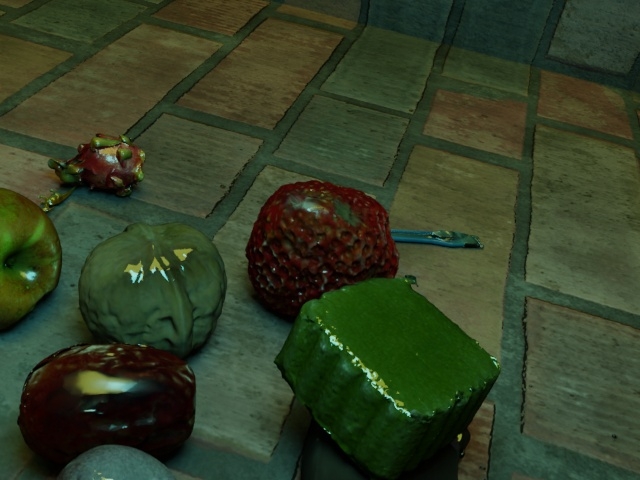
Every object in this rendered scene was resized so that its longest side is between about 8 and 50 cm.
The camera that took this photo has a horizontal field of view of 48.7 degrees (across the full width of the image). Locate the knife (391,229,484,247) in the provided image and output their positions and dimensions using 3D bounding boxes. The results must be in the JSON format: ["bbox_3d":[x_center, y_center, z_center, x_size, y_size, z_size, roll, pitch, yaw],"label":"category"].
[{"bbox_3d":[0.228,-0.007,1.604,0.297,0.026,0.044,3,49,-11],"label":"knife"}]

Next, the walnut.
[{"bbox_3d":[-0.281,0.081,1.196,0.248,0.248,0.248,7,37,-5],"label":"walnut"}]

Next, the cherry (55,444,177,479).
[{"bbox_3d":[-0.265,0.347,0.913,0.176,0.140,0.176,22,56,-37],"label":"cherry"}]

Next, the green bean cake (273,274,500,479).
[{"bbox_3d":[0.095,0.187,1.022,0.250,0.156,0.247,41,35,28],"label":"green bean cake"}]

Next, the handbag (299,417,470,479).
[{"bbox_3d":[0.103,0.332,1.058,0.257,0.113,0.285,17,30,-1],"label":"handbag"}]

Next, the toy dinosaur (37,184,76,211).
[{"bbox_3d":[-0.569,-0.093,1.516,0.041,0.026,0.113,18,35,7],"label":"toy dinosaur"}]

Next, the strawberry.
[{"bbox_3d":[0.004,-0.001,1.312,0.292,0.309,0.291,3,37,-2],"label":"strawberry"}]

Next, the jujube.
[{"bbox_3d":[-0.304,0.240,1.019,0.243,0.183,0.183,4,37,-17],"label":"jujube"}]

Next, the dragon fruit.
[{"bbox_3d":[-0.488,-0.166,1.551,0.208,0.150,0.133,-3,71,-10],"label":"dragon fruit"}]

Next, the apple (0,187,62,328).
[{"bbox_3d":[-0.584,0.028,1.227,0.226,0.246,0.246,11,32,32],"label":"apple"}]
